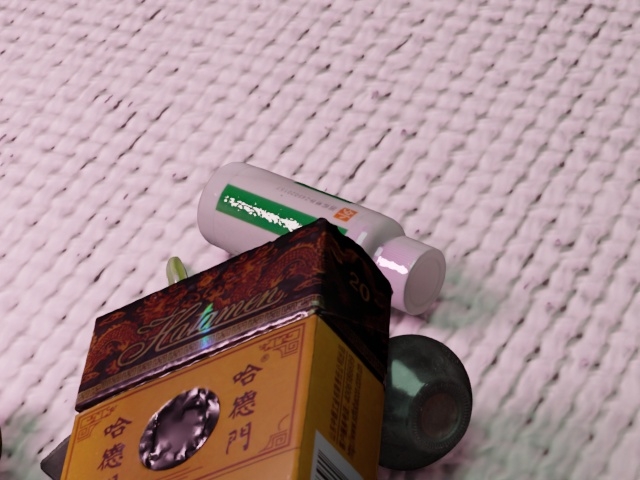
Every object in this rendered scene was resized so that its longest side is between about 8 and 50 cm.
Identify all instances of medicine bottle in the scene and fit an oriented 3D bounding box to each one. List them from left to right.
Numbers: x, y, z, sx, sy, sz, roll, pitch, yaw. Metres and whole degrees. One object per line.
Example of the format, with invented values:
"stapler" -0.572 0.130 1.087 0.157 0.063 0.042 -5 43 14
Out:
"medicine bottle" 0.000 0.000 1.934 0.260 0.095 0.095 22 49 36

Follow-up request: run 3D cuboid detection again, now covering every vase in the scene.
"vase" 0.051 0.133 1.753 0.120 0.120 0.183 -33 27 -26

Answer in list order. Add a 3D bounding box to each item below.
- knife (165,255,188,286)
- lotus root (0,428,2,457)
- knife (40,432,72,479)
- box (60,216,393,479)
"knife" -0.131 0.069 1.937 0.022 0.026 0.184 -25 42 5
"lotus root" -0.378 0.201 1.742 0.169 0.141 0.314 16 36 27
"knife" -0.153 0.146 1.840 0.245 0.019 0.072 -37 45 -21
"box" -0.085 0.191 1.610 0.264 0.116 0.415 -24 37 28
